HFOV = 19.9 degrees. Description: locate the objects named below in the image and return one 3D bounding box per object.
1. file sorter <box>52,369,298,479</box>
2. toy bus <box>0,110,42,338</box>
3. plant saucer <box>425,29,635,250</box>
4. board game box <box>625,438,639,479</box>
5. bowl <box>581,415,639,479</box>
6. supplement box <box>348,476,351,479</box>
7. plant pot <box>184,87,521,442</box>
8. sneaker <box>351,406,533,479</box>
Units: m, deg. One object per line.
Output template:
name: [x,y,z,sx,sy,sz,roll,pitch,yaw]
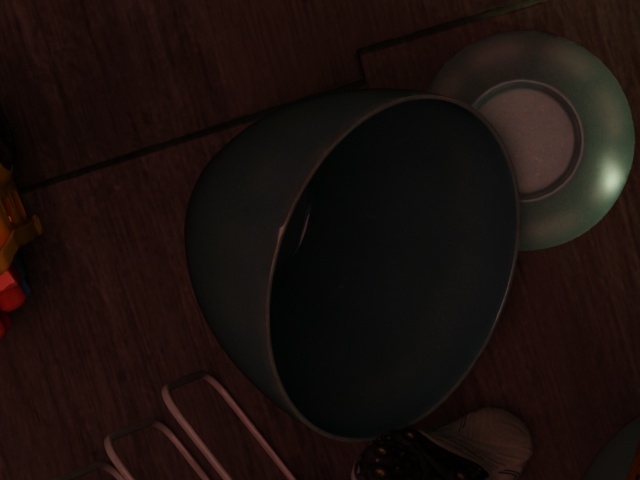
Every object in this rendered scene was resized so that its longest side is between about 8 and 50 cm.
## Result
file sorter: [-0.162,0.268,1.589,0.277,0.193,0.173,-41,84,8]
toy bus: [-0.324,-0.008,1.588,0.149,0.220,0.211,-25,95,4]
plant saucer: [0.176,-0.087,1.594,0.195,0.037,0.195,0,94,8]
board game box: [0.475,0.134,1.298,0.356,0.356,0.356,32,54,-7]
bowl: [0.356,0.285,1.526,0.311,0.163,0.311,0,92,9]
supplement box: [0.093,0.297,1.549,0.194,0.191,0.129,17,97,7]
plant pot: [0.000,0.000,1.531,0.195,0.290,0.290,21,98,43]
sneaker: [0.099,0.198,1.527,0.085,0.237,0.086,44,116,24]
